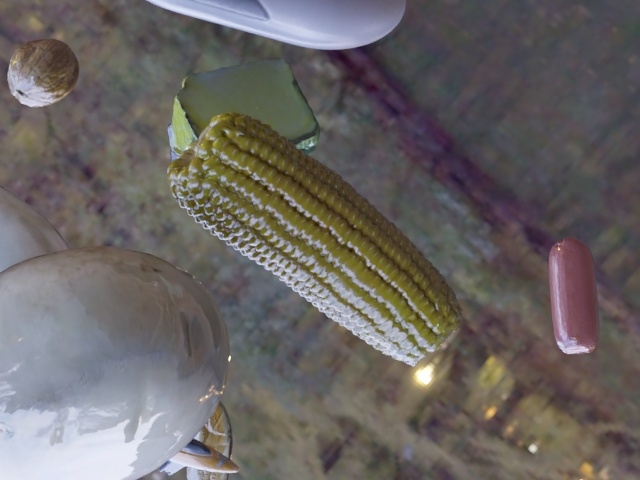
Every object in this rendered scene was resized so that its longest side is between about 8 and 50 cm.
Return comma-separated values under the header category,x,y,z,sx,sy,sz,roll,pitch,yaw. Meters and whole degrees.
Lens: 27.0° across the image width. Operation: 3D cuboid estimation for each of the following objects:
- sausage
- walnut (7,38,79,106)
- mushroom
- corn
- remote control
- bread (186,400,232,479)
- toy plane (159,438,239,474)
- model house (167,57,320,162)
category,x,y,z,sx,sy,sz,roll,pitch,yaw
sausage,0.334,0.072,1.755,0.062,0.154,0.062,-2,164,0
walnut,-0.436,-0.267,2.098,0.105,0.124,0.105,22,146,15
mushroom,-0.270,0.117,1.285,0.356,0.315,0.315,28,-177,-14
corn,0.000,0.000,1.401,0.344,0.131,0.131,38,-179,-15
remote control,-0.071,-0.287,1.367,0.332,0.103,0.221,13,-143,-7
bread,-0.177,0.331,2.106,0.053,0.073,0.214,-129,36,-56
toy plane,-0.240,0.213,1.526,0.316,0.204,0.103,30,140,-28
model house,-0.128,-0.138,2.019,0.170,0.194,0.211,61,153,25
